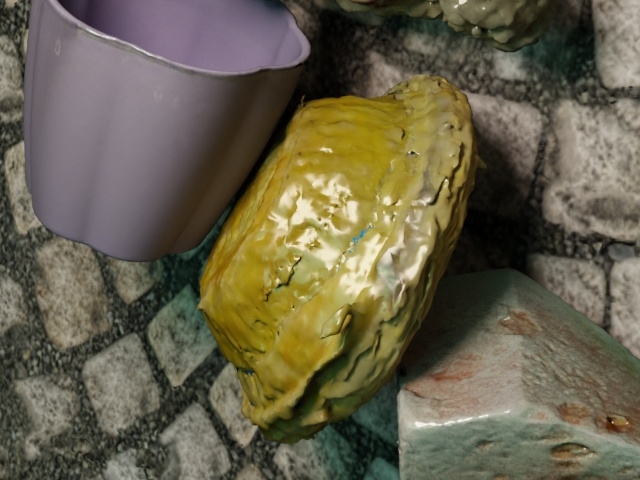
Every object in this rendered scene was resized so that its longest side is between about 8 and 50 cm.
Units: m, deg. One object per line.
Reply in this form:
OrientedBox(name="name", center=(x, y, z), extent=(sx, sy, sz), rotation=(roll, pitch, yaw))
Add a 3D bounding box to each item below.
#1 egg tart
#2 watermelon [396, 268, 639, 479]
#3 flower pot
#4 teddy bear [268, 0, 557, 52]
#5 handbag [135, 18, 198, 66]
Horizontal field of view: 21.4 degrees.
OrientedBox(name="egg tart", center=(0.000, 0.000, 1.593), extent=(0.388, 0.169, 0.388), rotation=(-56, 16, 26))
OrientedBox(name="watermelon", center=(0.162, 0.177, 1.517), extent=(0.387, 0.258, 0.228), rotation=(36, 111, 35))
OrientedBox(name="flower pot", center=(-0.164, -0.121, 1.617), extent=(0.265, 0.265, 0.243), rotation=(36, 122, 31))
OrientedBox(name="teddy bear", center=(0.093, -0.379, 1.581), extent=(0.357, 0.224, 0.367), rotation=(16, 100, 22))
OrientedBox(name="handbag", center=(-0.173, -0.148, 1.818), extent=(0.155, 0.169, 0.215), rotation=(20, 105, 5))
